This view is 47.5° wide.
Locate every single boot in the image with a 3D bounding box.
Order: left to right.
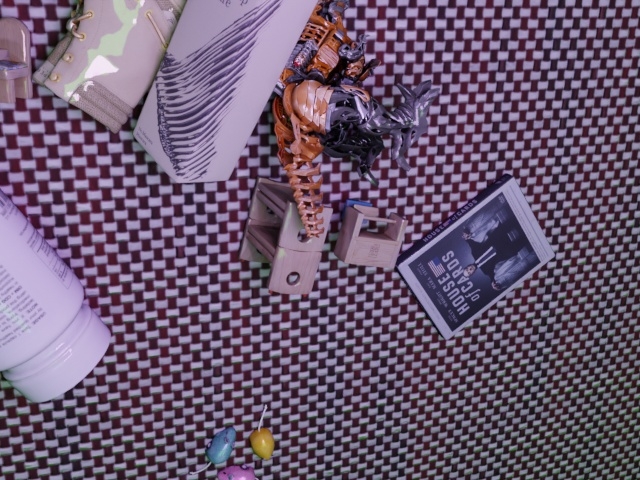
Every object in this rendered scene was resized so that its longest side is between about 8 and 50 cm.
[{"bbox_3d":[-0.278,-0.271,0.850,0.203,0.095,0.262,-47,127,1],"label":"boot"}]

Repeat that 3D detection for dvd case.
[{"bbox_3d":[0.255,0.030,1.195,0.239,0.029,0.179,-38,117,-4],"label":"dvd case"}]

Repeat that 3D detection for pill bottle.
[{"bbox_3d":[-0.398,0.057,0.892,0.160,0.160,0.283,-35,117,-5],"label":"pill bottle"}]

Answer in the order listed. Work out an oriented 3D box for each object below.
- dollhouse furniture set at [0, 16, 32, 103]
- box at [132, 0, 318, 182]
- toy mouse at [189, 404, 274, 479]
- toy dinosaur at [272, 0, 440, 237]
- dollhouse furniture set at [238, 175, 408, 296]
[{"bbox_3d":[-0.453,-0.224,0.745,0.242,0.212,0.160,8,110,6],"label":"dollhouse furniture set"},{"bbox_3d":[-0.117,-0.208,0.868,0.094,0.113,0.275,-10,136,-51],"label":"box"},{"bbox_3d":[-0.139,0.358,1.171,0.143,0.031,0.161,-14,114,-15],"label":"toy mouse"},{"bbox_3d":[0.008,-0.168,0.949,0.219,0.164,0.321,15,94,-27],"label":"toy dinosaur"},{"bbox_3d":[0.000,0.000,1.037,0.184,0.129,0.128,7,107,-28],"label":"dollhouse furniture set"}]
